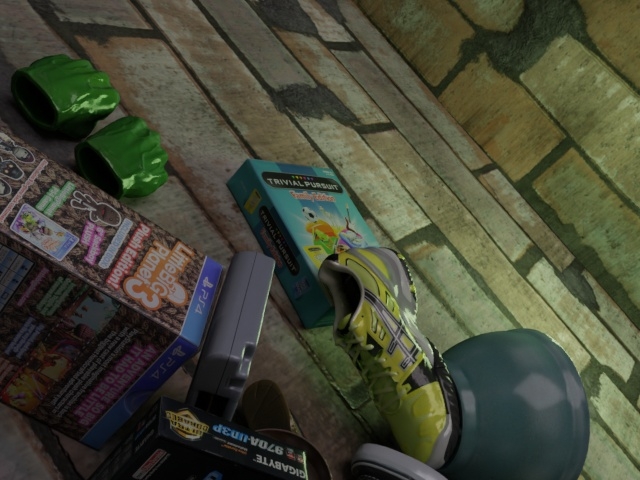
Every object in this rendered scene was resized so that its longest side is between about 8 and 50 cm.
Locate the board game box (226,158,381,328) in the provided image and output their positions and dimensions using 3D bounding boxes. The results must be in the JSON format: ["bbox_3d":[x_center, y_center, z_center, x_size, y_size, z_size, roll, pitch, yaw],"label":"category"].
[{"bbox_3d":[0.000,0.000,1.382,0.254,0.079,0.336,0,53,-50],"label":"board game box"}]

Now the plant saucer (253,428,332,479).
[{"bbox_3d":[-0.067,0.318,0.890,0.168,0.029,0.168,-2,49,3],"label":"plant saucer"}]

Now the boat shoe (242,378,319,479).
[{"bbox_3d":[-0.044,0.298,0.975,0.223,0.080,0.073,66,5,30],"label":"boat shoe"}]

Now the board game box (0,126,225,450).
[{"bbox_3d":[-0.298,0.063,0.798,0.291,0.232,0.141,35,32,-18],"label":"board game box"}]

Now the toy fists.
[{"bbox_3d":[-0.362,-0.182,1.156,0.279,0.096,0.142,48,41,2],"label":"toy fists"}]

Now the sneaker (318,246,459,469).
[{"bbox_3d":[0.095,0.184,1.144,0.147,0.145,0.385,4,51,-34],"label":"sneaker"}]

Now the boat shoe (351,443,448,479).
[{"bbox_3d":[0.168,0.432,1.026,0.335,0.121,0.119,38,53,9],"label":"boat shoe"}]

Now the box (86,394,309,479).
[{"bbox_3d":[-0.144,0.269,0.747,0.175,0.220,0.051,30,29,-25],"label":"box"}]

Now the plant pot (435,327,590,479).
[{"bbox_3d":[0.264,0.288,1.185,0.196,0.293,0.293,6,46,-24],"label":"plant pot"}]

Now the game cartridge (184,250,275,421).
[{"bbox_3d":[-0.124,0.164,0.835,0.062,0.297,0.198,15,35,-10],"label":"game cartridge"}]
